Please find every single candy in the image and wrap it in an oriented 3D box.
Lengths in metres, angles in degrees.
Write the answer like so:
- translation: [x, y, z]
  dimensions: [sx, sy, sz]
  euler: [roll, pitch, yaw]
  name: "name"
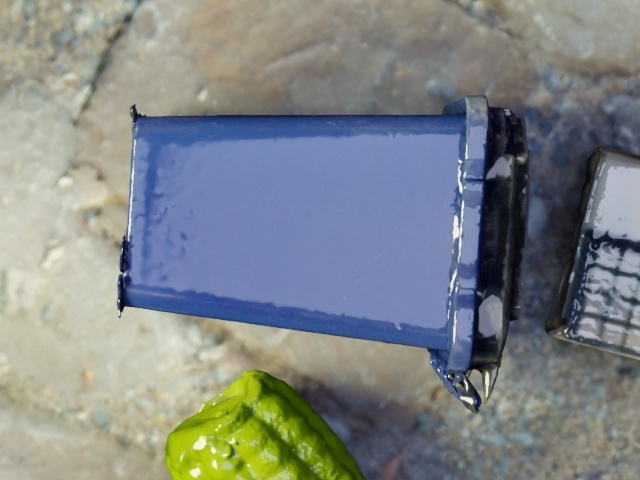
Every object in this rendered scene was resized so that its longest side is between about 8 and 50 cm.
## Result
- translation: [-0.004, 0.174, 1.037]
  dimensions: [0.097, 0.097, 0.209]
  euler: [-43, 102, -5]
  name: "candy"

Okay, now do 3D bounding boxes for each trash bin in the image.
- translation: [0.000, 0.000, 1.001]
  dimensions: [0.234, 0.162, 0.184]
  euler: [4, 91, -3]
  name: "trash bin"

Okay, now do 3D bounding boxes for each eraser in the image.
- translation: [0.294, 0.035, 1.042]
  dimensions: [0.287, 0.086, 0.130]
  euler: [16, 94, 6]
  name: "eraser"
